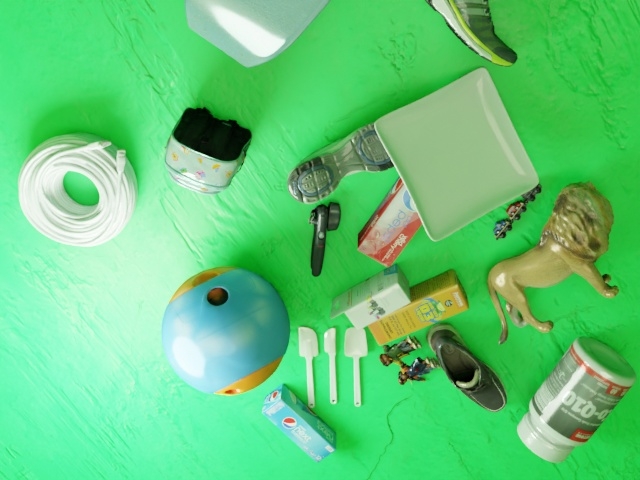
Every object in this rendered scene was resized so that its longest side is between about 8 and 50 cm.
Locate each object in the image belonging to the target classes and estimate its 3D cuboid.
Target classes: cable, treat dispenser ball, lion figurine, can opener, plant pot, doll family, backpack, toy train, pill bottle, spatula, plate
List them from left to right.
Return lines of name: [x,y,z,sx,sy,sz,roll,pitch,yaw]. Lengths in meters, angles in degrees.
cable: [-0.538,-0.114,1.718,0.257,0.089,0.257,2,115,3]
backpack: [-0.244,-0.180,1.616,0.165,0.188,0.144,24,113,-8]
treat dispenser ball: [-0.211,0.202,1.733,0.288,0.288,0.288,1,114,3]
plant pot: [-0.116,-0.480,1.453,0.247,0.248,0.252,33,130,-11]
can opener: [0.000,0.000,1.755,0.073,0.059,0.186,10,114,-2]
spatula: [0.034,0.319,1.921,0.168,0.019,0.242,-2,114,3]
doll family: [0.208,0.296,1.865,0.111,0.076,0.193,-35,115,15]
plate: [0.280,-0.178,1.598,0.277,0.045,0.278,-28,95,-12]
toy train: [0.434,-0.066,1.719,0.036,0.027,0.158,31,112,-7]
lion figurine: [0.495,0.058,1.714,0.392,0.142,0.240,-37,100,22]
pill bottle: [0.604,0.384,1.841,0.161,0.161,0.283,24,113,-8]

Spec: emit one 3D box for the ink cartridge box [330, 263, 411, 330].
ink cartridge box: [0.115,0.139,1.787,0.181,0.104,0.062,-29,109,16]

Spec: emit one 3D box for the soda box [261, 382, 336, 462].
soda box: [-0.052,0.465,1.962,0.067,0.071,0.210,-38,107,17]

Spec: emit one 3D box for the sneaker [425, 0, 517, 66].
sneaker: [0.295,-0.463,1.506,0.121,0.111,0.300,-42,108,15]

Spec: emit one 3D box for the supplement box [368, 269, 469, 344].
supplement box: [0.225,0.157,1.805,0.233,0.080,0.078,-26,112,12]

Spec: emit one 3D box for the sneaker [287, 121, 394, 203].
sneaker: [0.054,-0.184,1.645,0.297,0.129,0.111,-23,110,-7]

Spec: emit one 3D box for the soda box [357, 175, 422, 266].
soda box: [0.186,-0.073,1.699,0.092,0.083,0.263,30,112,-10]

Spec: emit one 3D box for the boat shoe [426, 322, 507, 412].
boat shoe: [0.356,0.324,1.864,0.103,0.092,0.285,-33,109,16]
